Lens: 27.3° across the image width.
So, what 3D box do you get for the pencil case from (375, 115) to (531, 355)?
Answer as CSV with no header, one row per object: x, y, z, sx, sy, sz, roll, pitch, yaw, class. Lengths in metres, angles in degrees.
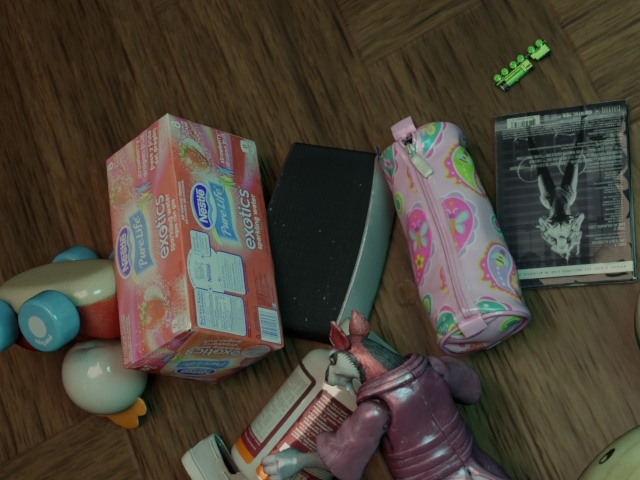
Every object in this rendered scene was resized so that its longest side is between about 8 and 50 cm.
0.155,-0.008,1.573,0.124,0.124,0.284,-24,65,17,pencil case

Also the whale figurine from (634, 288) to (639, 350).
0.467,0.069,1.433,0.272,0.141,0.216,-35,63,-14,whale figurine

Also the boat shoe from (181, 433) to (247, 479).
-0.106,0.314,1.645,0.063,0.066,0.184,-45,43,1,boat shoe

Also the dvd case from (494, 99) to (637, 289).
0.293,-0.053,1.586,0.164,0.018,0.221,-6,75,23,dvd case

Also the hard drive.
0.000,0.000,1.686,0.172,0.054,0.255,10,82,26,hard drive

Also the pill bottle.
0.002,0.209,1.595,0.121,0.121,0.221,42,96,27,pill bottle

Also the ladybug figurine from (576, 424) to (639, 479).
0.461,0.267,1.265,0.449,0.162,0.305,-1,45,1,ladybug figurine

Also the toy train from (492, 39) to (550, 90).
0.252,-0.219,1.648,0.083,0.017,0.024,-40,75,10,toy train

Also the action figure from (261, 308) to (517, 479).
0.116,0.240,1.424,0.248,0.275,0.370,-36,99,-25,action figure

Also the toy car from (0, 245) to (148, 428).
-0.312,0.149,1.740,0.210,0.219,0.238,-7,107,34,toy car

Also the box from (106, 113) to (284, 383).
-0.164,0.013,1.664,0.142,0.154,0.300,-31,58,38,box
